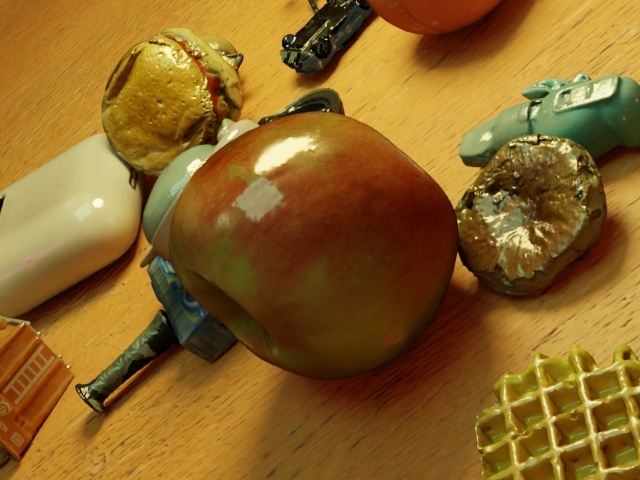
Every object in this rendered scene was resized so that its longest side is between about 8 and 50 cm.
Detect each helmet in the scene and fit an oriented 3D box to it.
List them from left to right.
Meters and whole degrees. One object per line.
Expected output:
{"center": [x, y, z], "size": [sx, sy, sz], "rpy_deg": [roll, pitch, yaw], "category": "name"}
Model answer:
{"center": [-0.029, -0.140, 1.643], "size": [0.153, 0.107, 0.177], "rpy_deg": [-4, 31, 46], "category": "helmet"}

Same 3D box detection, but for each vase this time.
{"center": [-0.272, 0.175, 1.581], "size": [0.167, 0.059, 0.059], "rpy_deg": [-42, 34, 1], "category": "vase"}

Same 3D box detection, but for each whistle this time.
{"center": [0.288, -0.138, 1.337], "size": [0.274, 0.093, 0.186], "rpy_deg": [-12, 47, 42], "category": "whistle"}

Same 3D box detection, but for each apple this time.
{"center": [0.000, 0.000, 1.277], "size": [0.277, 0.319, 0.319], "rpy_deg": [-48, 34, -18], "category": "apple"}

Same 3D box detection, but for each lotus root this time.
{"center": [-0.206, -0.307, 1.980], "size": [0.118, 0.125, 0.221], "rpy_deg": [-28, 22, -25], "category": "lotus root"}

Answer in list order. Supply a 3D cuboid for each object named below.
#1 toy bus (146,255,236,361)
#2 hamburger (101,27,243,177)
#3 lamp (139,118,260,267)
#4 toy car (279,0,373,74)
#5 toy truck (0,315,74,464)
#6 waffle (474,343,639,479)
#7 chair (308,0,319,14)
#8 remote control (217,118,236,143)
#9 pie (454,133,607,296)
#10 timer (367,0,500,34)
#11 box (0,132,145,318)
{"center": [-0.185, 0.076, 1.582], "size": [0.094, 0.079, 0.236], "rpy_deg": [-43, 34, 2], "category": "toy bus"}
{"center": [-0.247, -0.234, 1.856], "size": [0.244, 0.244, 0.163], "rpy_deg": [-19, 4, 31], "category": "hamburger"}
{"center": [-0.164, -0.072, 1.503], "size": [0.246, 0.108, 0.179], "rpy_deg": [-49, 6, 26], "category": "lamp"}
{"center": [0.022, -0.361, 1.864], "size": [0.216, 0.063, 0.103], "rpy_deg": [-48, 35, -18], "category": "toy car"}
{"center": [-0.578, 0.210, 1.756], "size": [0.388, 0.173, 0.207], "rpy_deg": [5, 50, 44], "category": "toy truck"}
{"center": [0.257, 0.186, 1.043], "size": [0.219, 0.057, 0.229], "rpy_deg": [-26, 37, 23], "category": "waffle"}
{"center": [-0.008, -0.510, 1.990], "size": [0.174, 0.149, 0.213], "rpy_deg": [-37, 30, 11], "category": "chair"}
{"center": [-0.109, -0.086, 1.676], "size": [0.038, 0.090, 0.309], "rpy_deg": [-43, 32, 19], "category": "remote control"}
{"center": [0.239, -0.028, 1.257], "size": [0.195, 0.046, 0.195], "rpy_deg": [-17, 64, 39], "category": "pie"}
{"center": [0.170, -0.420, 1.635], "size": [0.215, 0.229, 0.229], "rpy_deg": [1, 53, 57], "category": "timer"}
{"center": [-0.459, -0.028, 1.913], "size": [0.349, 0.141, 0.288], "rpy_deg": [-28, 38, 20], "category": "box"}
